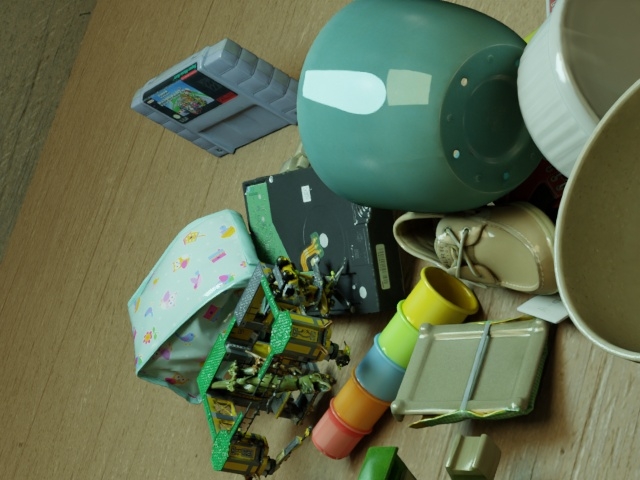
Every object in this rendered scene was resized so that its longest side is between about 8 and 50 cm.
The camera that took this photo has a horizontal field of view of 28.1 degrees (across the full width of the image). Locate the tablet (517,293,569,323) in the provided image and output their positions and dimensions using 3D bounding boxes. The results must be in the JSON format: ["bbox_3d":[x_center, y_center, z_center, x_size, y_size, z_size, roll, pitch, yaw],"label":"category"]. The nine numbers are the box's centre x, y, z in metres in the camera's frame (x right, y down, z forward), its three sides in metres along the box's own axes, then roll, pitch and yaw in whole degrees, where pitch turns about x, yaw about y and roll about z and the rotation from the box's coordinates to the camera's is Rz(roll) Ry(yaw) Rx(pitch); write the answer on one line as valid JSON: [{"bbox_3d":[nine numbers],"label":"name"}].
[{"bbox_3d":[0.291,0.083,1.609,0.054,0.006,0.083,-28,21,-21],"label":"tablet"}]

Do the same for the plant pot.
[{"bbox_3d":[0.153,-0.167,1.625,0.235,0.293,0.293,19,85,57],"label":"plant pot"}]

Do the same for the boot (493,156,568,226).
[{"bbox_3d":[0.318,-0.126,1.680,0.244,0.088,0.176,-65,29,17],"label":"boot"}]

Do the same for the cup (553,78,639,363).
[{"bbox_3d":[0.430,-0.002,1.248,0.331,0.237,0.331,-39,39,39],"label":"cup"}]

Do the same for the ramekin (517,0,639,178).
[{"bbox_3d":[0.352,-0.174,1.490,0.127,0.272,0.273,-41,36,54],"label":"ramekin"}]

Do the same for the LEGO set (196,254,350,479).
[{"bbox_3d":[-0.034,0.194,1.883,0.331,0.192,0.255,-67,27,18],"label":"LEGO set"}]

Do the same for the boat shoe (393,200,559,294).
[{"bbox_3d":[0.207,0.013,1.683,0.341,0.110,0.122,-160,55,-67],"label":"boat shoe"}]

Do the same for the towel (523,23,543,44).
[{"bbox_3d":[0.365,-0.303,1.800,0.237,0.021,0.102,-37,36,40],"label":"towel"}]

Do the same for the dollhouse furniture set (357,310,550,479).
[{"bbox_3d":[0.193,0.255,1.618,0.197,0.151,0.302,-6,44,34],"label":"dollhouse furniture set"}]

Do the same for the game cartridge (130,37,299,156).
[{"bbox_3d":[-0.193,-0.265,2.454,0.355,0.230,0.068,-18,54,53],"label":"game cartridge"}]

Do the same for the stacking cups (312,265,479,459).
[{"bbox_3d":[0.101,0.185,1.809,0.316,0.096,0.096,-57,30,24],"label":"stacking cups"}]

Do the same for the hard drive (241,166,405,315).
[{"bbox_3d":[0.000,0.000,2.019,0.339,0.064,0.237,-9,90,55],"label":"hard drive"}]

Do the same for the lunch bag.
[{"bbox_3d":[-0.187,0.097,2.105,0.262,0.160,0.223,-50,30,16],"label":"lunch bag"}]

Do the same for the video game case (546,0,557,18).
[{"bbox_3d":[0.387,-0.341,1.746,0.201,0.023,0.183,-36,38,43],"label":"video game case"}]

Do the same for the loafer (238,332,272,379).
[{"bbox_3d":[-0.116,0.168,2.155,0.096,0.084,0.267,-52,32,26],"label":"loafer"}]

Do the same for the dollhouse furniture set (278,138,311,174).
[{"bbox_3d":[0.036,-0.149,2.115,0.151,0.144,0.123,-30,38,67],"label":"dollhouse furniture set"}]
